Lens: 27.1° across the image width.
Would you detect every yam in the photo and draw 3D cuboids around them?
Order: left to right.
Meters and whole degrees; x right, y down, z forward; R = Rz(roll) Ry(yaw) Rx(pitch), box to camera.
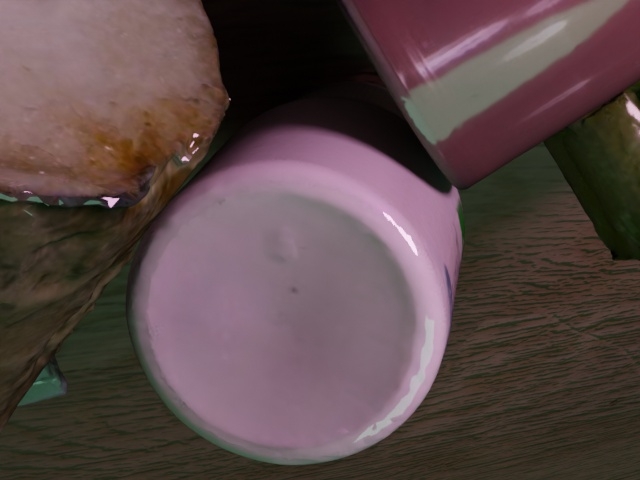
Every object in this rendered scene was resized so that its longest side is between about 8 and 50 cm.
[{"bbox_3d":[-0.188,-0.002,0.550,0.195,0.195,0.300,4,140,-40],"label":"yam"}]

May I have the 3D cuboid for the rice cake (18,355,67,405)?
[{"bbox_3d":[-0.270,0.082,0.794,0.198,0.037,0.189,-22,151,-2],"label":"rice cake"}]

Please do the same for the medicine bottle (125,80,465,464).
[{"bbox_3d":[0.000,0.000,0.646,0.139,0.139,0.237,-32,-169,15],"label":"medicine bottle"}]

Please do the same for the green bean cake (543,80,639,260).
[{"bbox_3d":[0.223,-0.080,0.722,0.200,0.113,0.214,-27,-175,14],"label":"green bean cake"}]

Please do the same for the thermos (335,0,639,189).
[{"bbox_3d":[0.142,-0.148,0.604,0.265,0.146,0.176,-30,165,9],"label":"thermos"}]
